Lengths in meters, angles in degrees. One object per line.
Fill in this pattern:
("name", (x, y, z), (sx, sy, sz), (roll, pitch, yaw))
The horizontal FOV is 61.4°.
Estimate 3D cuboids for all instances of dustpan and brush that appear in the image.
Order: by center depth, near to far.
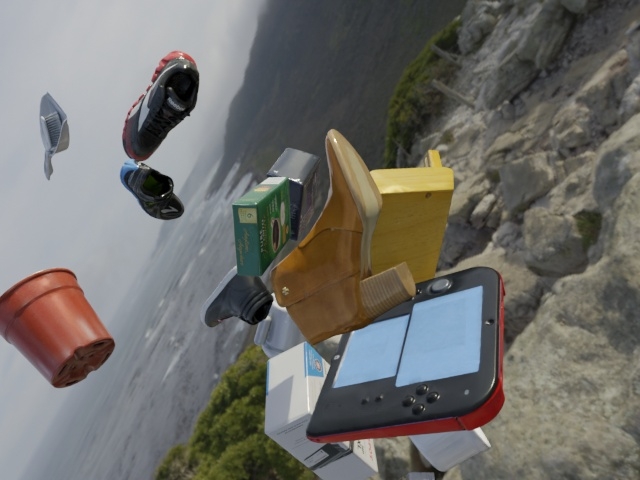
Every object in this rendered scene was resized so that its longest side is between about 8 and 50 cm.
("dustpan and brush", (-0.675, -0.244, 1.352), (0.060, 0.147, 0.211), (-22, -40, -34))

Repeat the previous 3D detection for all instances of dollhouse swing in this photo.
("dollhouse swing", (0.192, -0.058, 1.452), (0.305, 0.315, 0.347), (-107, 17, -52))

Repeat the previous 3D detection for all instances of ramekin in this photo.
("ramekin", (0.281, 0.430, 1.342), (0.135, 0.277, 0.277), (-37, 18, 4))

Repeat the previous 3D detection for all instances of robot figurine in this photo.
("robot figurine", (-0.123, 0.334, 2.113), (0.199, 0.299, 0.354), (34, 119, 48))

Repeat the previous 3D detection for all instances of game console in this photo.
("game console", (0.166, 0.196, 0.989), (0.342, 0.060, 0.386), (-15, 25, 27))

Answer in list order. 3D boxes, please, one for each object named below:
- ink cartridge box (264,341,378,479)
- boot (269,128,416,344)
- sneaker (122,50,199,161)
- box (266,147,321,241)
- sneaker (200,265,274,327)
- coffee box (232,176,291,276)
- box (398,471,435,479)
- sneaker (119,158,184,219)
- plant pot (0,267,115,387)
("ink cartridge box", (0.004, 0.566, 1.731), (0.166, 0.395, 0.285), (-30, 32, 16))
("boot", (0.001, 0.001, 0.833), (0.211, 0.295, 0.104), (-26, -10, 26))
("sneaker", (-0.358, -0.295, 1.218), (0.276, 0.097, 0.135), (-57, 39, 7))
("box", (-0.081, -0.131, 1.529), (0.153, 0.108, 0.207), (-61, -15, -46))
("sneaker", (-0.236, 0.199, 1.512), (0.104, 0.147, 0.296), (-23, -22, -48))
("coffee box", (-0.087, -0.028, 0.842), (0.184, 0.040, 0.113), (-61, -28, -67))
("box", (0.244, 0.683, 1.460), (0.324, 0.063, 0.067), (96, 175, -60))
("sneaker", (-0.320, -0.090, 1.061), (0.067, 0.078, 0.188), (-66, -22, -20))
("plant pot", (-0.764, 0.267, 1.576), (0.272, 0.265, 0.272), (-42, -17, -16))
